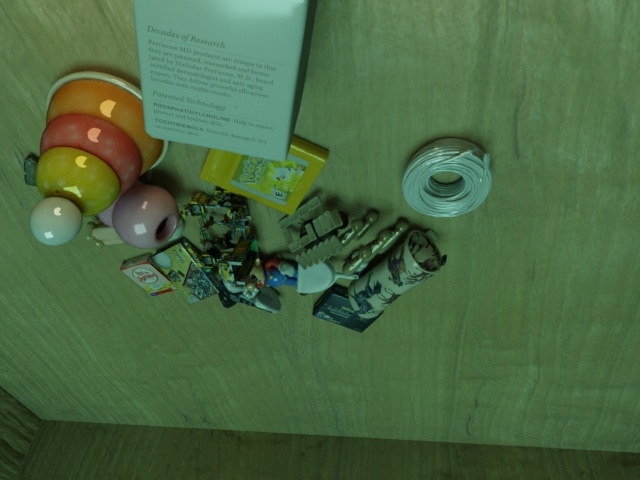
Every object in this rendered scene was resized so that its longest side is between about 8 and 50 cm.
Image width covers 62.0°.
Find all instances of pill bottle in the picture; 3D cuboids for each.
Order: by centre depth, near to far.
[{"bbox_3d":[0.132,0.079,1.903,0.067,0.067,0.120,22,137,-15],"label":"pill bottle"}]

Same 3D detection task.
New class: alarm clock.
[{"bbox_3d":[0.000,0.000,1.843,0.130,0.064,0.192,-8,139,17],"label":"alarm clock"}]

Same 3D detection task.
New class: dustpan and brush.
[{"bbox_3d":[0.028,0.123,1.889,0.211,0.060,0.147,6,101,13],"label":"dustpan and brush"}]

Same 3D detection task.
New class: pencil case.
[{"bbox_3d":[0.251,0.125,1.855,0.160,0.184,0.410,51,137,7],"label":"pencil case"}]

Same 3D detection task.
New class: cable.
[{"bbox_3d":[0.368,-0.179,1.556,0.257,0.089,0.257,-5,138,17],"label":"cable"}]

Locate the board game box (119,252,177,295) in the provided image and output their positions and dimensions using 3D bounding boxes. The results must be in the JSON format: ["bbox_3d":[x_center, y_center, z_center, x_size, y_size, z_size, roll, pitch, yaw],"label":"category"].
[{"bbox_3d":[-0.673,0.138,2.120,0.147,0.045,0.193,-16,133,25],"label":"board game box"}]

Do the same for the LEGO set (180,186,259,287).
[{"bbox_3d":[-0.339,0.008,1.759,0.255,0.192,0.331,10,127,6],"label":"LEGO set"}]

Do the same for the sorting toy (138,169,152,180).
[{"bbox_3d":[-0.580,-0.214,1.729,0.062,0.012,0.083,17,138,-10],"label":"sorting toy"}]

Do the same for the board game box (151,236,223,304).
[{"bbox_3d":[-0.502,0.119,2.018,0.165,0.042,0.243,-22,112,30],"label":"board game box"}]

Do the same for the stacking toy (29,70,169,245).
[{"bbox_3d":[-0.635,-0.187,1.415,0.351,0.479,0.350,5,138,4],"label":"stacking toy"}]

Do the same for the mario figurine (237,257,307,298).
[{"bbox_3d":[-0.188,0.149,1.952,0.321,0.170,0.197,9,106,-12],"label":"mario figurine"}]

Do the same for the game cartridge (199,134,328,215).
[{"bbox_3d":[-0.178,-0.227,1.620,0.324,0.052,0.285,20,137,-15],"label":"game cartridge"}]

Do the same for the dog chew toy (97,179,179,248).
[{"bbox_3d":[-0.613,-0.113,1.694,0.332,0.206,0.206,29,142,18],"label":"dog chew toy"}]

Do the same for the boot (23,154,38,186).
[{"bbox_3d":[-0.876,-0.230,1.716,0.161,0.083,0.246,27,135,-12],"label":"boot"}]

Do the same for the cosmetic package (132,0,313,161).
[{"bbox_3d":[-0.187,-0.446,1.162,0.328,0.329,0.393,11,138,-2],"label":"cosmetic package"}]

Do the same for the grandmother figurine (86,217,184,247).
[{"bbox_3d":[-0.648,-0.039,1.884,0.343,0.103,0.208,-4,165,10],"label":"grandmother figurine"}]

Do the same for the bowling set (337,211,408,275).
[{"bbox_3d":[0.131,-0.031,1.704,0.200,0.287,0.154,47,127,7],"label":"bowling set"}]

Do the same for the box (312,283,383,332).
[{"bbox_3d":[0.109,0.273,2.132,0.233,0.059,0.183,22,136,-16],"label":"box"}]

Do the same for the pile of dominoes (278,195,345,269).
[{"bbox_3d":[-0.022,-0.021,1.744,0.040,0.195,0.251,-19,173,-42],"label":"pile of dominoes"}]

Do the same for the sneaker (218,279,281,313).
[{"bbox_3d":[-0.295,0.224,2.119,0.269,0.101,0.153,34,134,-18],"label":"sneaker"}]
